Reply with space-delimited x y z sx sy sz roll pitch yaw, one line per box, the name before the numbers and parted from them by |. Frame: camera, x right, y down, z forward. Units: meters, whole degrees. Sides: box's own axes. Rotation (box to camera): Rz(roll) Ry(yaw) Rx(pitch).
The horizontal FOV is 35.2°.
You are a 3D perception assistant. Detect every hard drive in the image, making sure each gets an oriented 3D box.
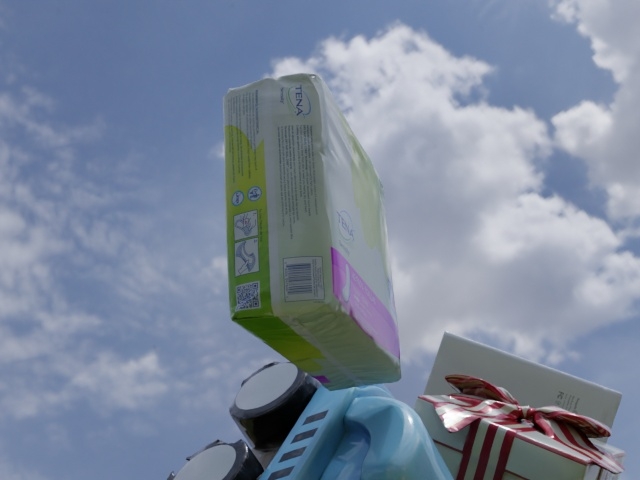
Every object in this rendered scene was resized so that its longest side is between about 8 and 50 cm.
hard drive | 0.321 0.298 1.687 0.040 0.307 0.203 29 -99 -82

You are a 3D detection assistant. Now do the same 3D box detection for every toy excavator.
toy excavator | 0.062 0.293 0.963 0.445 0.433 0.222 -15 -65 36

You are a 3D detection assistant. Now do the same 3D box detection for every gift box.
gift box | 0.234 0.323 1.265 0.276 0.255 0.258 18 -91 -66

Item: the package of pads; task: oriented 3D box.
package of pads | 0.000 0.000 0.962 0.101 0.229 0.296 -9 -21 13
